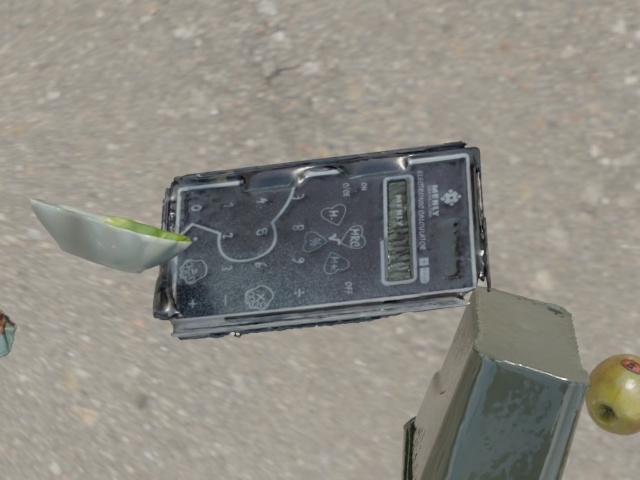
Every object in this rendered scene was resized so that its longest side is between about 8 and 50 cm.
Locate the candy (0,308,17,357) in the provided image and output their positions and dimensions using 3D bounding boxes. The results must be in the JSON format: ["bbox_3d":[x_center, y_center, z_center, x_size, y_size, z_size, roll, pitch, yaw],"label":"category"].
[{"bbox_3d":[-0.315,-0.027,1.195,0.086,0.059,0.292,-38,102,26],"label":"candy"}]

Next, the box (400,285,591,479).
[{"bbox_3d":[0.158,0.156,1.526,0.138,0.274,0.178,17,105,-1],"label":"box"}]

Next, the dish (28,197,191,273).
[{"bbox_3d":[-0.172,0.001,1.374,0.137,0.091,0.039,15,93,18],"label":"dish"}]

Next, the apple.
[{"bbox_3d":[0.299,0.153,1.715,0.071,0.084,0.084,-28,101,-39],"label":"apple"}]

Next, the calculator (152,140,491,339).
[{"bbox_3d":[0.000,0.000,1.424,0.274,0.028,0.165,-7,52,8],"label":"calculator"}]
